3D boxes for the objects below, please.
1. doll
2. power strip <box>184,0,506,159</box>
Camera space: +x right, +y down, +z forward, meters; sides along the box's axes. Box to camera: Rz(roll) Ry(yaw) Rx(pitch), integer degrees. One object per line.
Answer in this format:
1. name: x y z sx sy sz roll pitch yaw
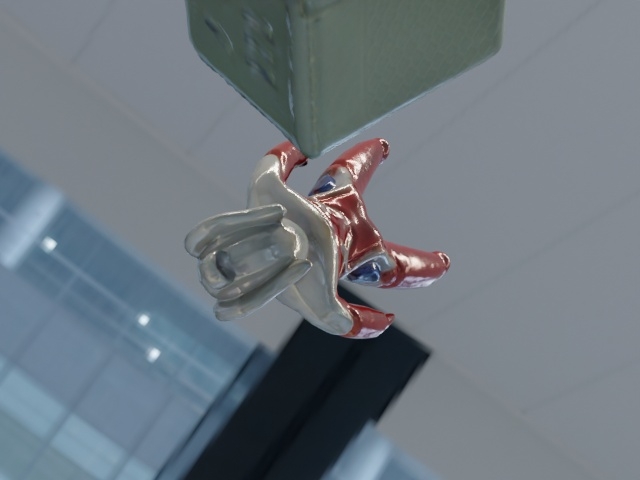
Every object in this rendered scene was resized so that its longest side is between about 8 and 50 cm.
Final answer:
1. doll: 0.000 0.000 1.439 0.099 0.384 0.188 -29 -97 23
2. power strip: 0.038 -0.178 1.066 0.140 0.224 0.139 44 -28 33
